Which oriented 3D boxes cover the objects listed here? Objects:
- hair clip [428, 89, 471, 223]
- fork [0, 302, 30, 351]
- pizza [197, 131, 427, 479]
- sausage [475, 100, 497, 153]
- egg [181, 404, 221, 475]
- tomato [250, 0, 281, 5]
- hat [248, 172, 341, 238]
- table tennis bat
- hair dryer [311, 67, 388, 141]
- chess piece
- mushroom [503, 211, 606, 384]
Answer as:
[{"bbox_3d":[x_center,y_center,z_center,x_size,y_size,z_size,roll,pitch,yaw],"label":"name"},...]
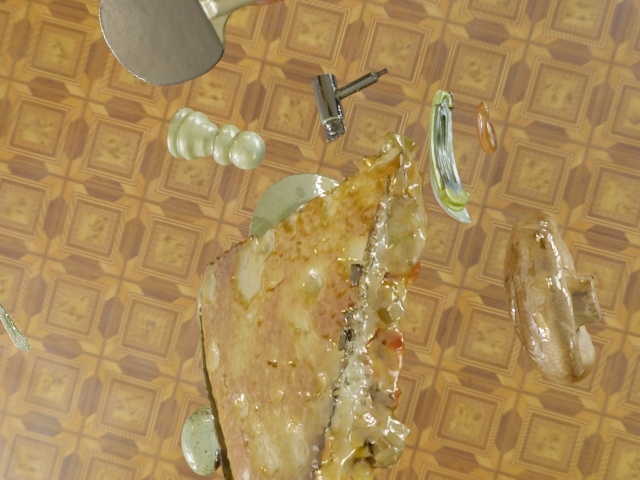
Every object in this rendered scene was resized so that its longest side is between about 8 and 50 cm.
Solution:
[{"bbox_3d":[0.171,-0.116,0.768,0.060,0.033,0.189,4,78,-41],"label":"hair clip"},{"bbox_3d":[-0.555,0.104,0.952,0.028,0.034,0.220,-2,118,32],"label":"fork"},{"bbox_3d":[0.010,0.092,0.569,0.130,0.440,0.406,17,118,-35],"label":"pizza"},{"bbox_3d":[0.491,-0.330,1.662,0.054,0.062,0.183,-22,129,9],"label":"sausage"},{"bbox_3d":[-0.188,0.330,0.925,0.085,0.085,0.110,-9,51,2],"label":"egg"},{"bbox_3d":[-0.108,-0.595,1.172,0.334,0.289,0.177,-12,73,28],"label":"tomato"},{"bbox_3d":[0.000,0.000,1.082,0.257,0.130,0.258,2,95,23],"label":"hat"},{"bbox_3d":[-0.153,-0.266,0.656,0.246,0.022,0.138,-13,124,23],"label":"table tennis bat"},{"bbox_3d":[0.097,-0.425,1.640,0.248,0.077,0.196,-21,75,33],"label":"hair dryer"},{"bbox_3d":[-0.272,-0.266,1.526,0.251,0.144,0.145,17,91,11],"label":"chess piece"},{"bbox_3d":[0.374,0.094,0.908,0.145,0.278,0.279,-13,89,28],"label":"mushroom"}]
